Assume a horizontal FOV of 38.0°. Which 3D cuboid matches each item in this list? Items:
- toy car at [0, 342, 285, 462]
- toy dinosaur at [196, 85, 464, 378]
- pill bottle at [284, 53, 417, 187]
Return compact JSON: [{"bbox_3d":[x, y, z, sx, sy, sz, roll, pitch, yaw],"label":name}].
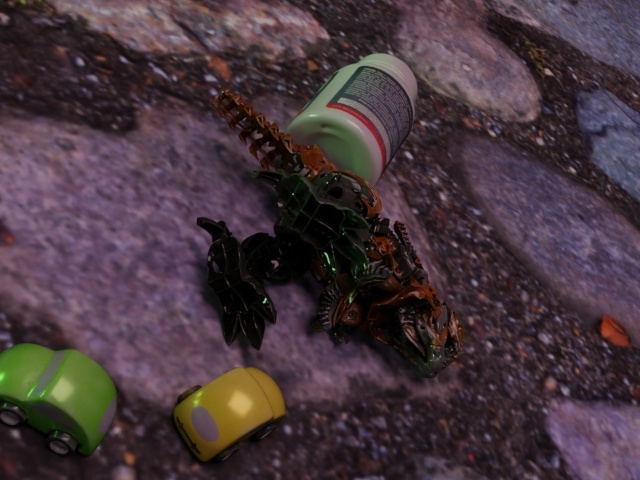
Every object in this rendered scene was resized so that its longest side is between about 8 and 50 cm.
[{"bbox_3d":[-0.136,0.141,0.672,0.225,0.053,0.239,33,42,-11],"label":"toy car"},{"bbox_3d":[0.000,0.000,0.863,0.322,0.164,0.218,33,24,17],"label":"toy dinosaur"},{"bbox_3d":[0.041,-0.128,0.993,0.108,0.108,0.180,39,42,-4],"label":"pill bottle"}]
